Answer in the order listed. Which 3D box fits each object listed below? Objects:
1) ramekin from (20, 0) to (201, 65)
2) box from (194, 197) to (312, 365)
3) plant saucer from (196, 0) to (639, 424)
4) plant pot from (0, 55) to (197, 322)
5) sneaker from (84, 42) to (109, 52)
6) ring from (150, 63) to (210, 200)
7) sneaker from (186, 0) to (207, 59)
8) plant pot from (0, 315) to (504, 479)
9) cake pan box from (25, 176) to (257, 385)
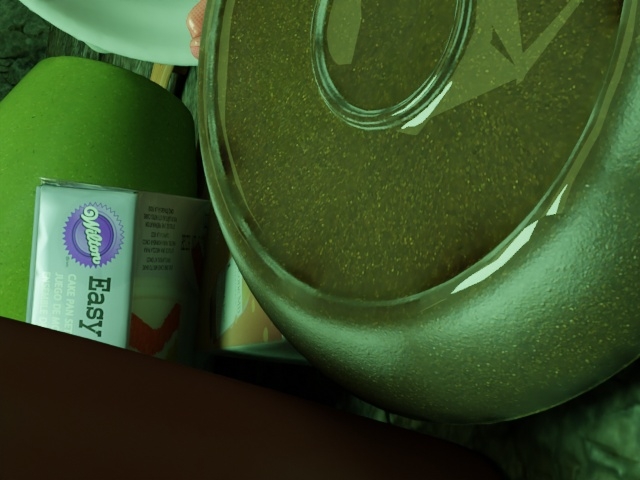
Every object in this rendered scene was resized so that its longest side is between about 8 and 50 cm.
[{"bbox_3d":[-0.081,-0.256,0.748,0.135,0.277,0.277,-91,20,-47],"label":"ramekin"},{"bbox_3d":[0.000,0.000,0.670,0.170,0.091,0.130,160,117,-68],"label":"box"},{"bbox_3d":[0.040,-0.084,0.491,0.310,0.050,0.311,-12,74,47],"label":"plant saucer"},{"bbox_3d":[-0.205,0.018,0.961,0.275,0.274,0.294,-29,41,66],"label":"plant pot"},{"bbox_3d":[-0.197,-0.251,1.222,0.126,0.127,0.321,-57,-9,18],"label":"sneaker"},{"bbox_3d":[-0.129,-0.082,1.155,0.336,0.032,0.337,-171,90,-71],"label":"ring"},{"bbox_3d":[0.017,-0.183,0.629,0.314,0.136,0.116,117,152,-42],"label":"sneaker"},{"bbox_3d":[-0.054,0.173,0.523,0.275,0.243,0.275,-172,90,-71],"label":"plant pot"},{"bbox_3d":[-0.103,0.093,0.766,0.267,0.070,0.246,12,-95,-77],"label":"cake pan box"}]
